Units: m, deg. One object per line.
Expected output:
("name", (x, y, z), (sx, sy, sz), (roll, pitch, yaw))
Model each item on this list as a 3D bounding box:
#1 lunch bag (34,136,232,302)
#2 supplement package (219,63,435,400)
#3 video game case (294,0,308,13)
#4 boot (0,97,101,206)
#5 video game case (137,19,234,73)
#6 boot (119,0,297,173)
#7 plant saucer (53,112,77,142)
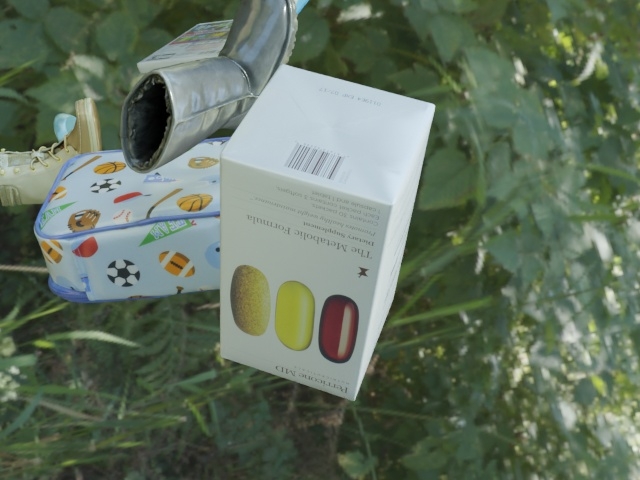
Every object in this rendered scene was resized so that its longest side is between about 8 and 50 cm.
("lunch bag", (-0.167, -0.037, 1.030), (0.243, 0.303, 0.115), (-91, 176, -60))
("supplement package", (0.000, 0.000, 0.745), (0.244, 0.139, 0.134), (96, 15, -45))
("video game case", (-0.047, -0.407, 1.194), (0.119, 0.015, 0.166), (-54, 136, -9))
("boot", (-0.528, -0.164, 1.682), (0.262, 0.203, 0.095), (105, -18, -44))
("video game case", (-0.183, -0.335, 1.484), (0.183, 0.201, 0.023), (-49, 131, -43))
("boot", (-0.110, -0.171, 0.860), (0.208, 0.076, 0.189), (-23, 129, -58))
("plant saucer", (-0.585, -0.253, 2.072), (0.119, 0.021, 0.119), (49, 27, -37))
